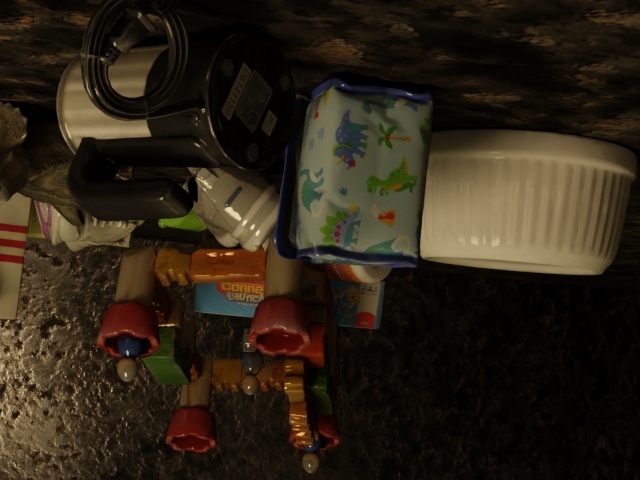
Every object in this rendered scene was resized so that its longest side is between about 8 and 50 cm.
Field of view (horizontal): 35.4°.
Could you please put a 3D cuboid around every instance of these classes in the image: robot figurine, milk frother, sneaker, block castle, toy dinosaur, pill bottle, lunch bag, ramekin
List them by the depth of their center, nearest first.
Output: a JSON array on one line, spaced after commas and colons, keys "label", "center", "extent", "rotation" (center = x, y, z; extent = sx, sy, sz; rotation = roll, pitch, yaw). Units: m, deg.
[{"label": "milk frother", "center": [-0.113, -0.095, 0.609], "extent": [0.135, 0.129, 0.143], "rotation": [2, 132, 35]}, {"label": "lunch bag", "center": [0.019, -0.045, 0.755], "extent": [0.096, 0.128, 0.151], "rotation": [8, 178, -11]}, {"label": "ramekin", "center": [0.178, -0.030, 0.915], "extent": [0.207, 0.109, 0.207], "rotation": [6, 176, 0]}, {"label": "toy dinosaur", "center": [-0.274, -0.080, 1.027], "extent": [0.160, 0.121, 0.313], "rotation": [18, 179, -8]}, {"label": "sneaker", "center": [-0.109, -0.063, 1.190], "extent": [0.115, 0.105, 0.281], "rotation": [41, 172, -12]}, {"label": "robot figurine", "center": [-0.198, -0.049, 1.483], "extent": [0.101, 0.067, 0.115], "rotation": [-11, 168, 31]}, {"label": "block castle", "center": [-0.129, 0.199, 1.531], "extent": [0.303, 0.213, 0.453], "rotation": [-2, 147, 7]}, {"label": "pill bottle", "center": [0.000, 0.000, 1.531], "extent": [0.216, 0.121, 0.121], "rotation": [3, 175, 36]}, {"label": "sneaker", "center": [-0.362, -0.055, 1.585], "extent": [0.152, 0.114, 0.305], "rotation": [-13, 177, -3]}]

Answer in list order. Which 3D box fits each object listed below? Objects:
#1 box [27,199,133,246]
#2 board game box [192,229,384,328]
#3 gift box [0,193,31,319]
[{"label": "box", "center": [-0.479, -0.039, 1.938], "extent": [0.232, 0.087, 0.058], "rotation": [5, 178, -4]}, {"label": "board game box", "center": [-0.060, 0.043, 1.744], "extent": [0.308, 0.086, 0.302], "rotation": [6, -162, -6]}, {"label": "gift box", "center": [-0.591, 0.002, 1.454], "extent": [0.258, 0.255, 0.276], "rotation": [5, -177, 38]}]
